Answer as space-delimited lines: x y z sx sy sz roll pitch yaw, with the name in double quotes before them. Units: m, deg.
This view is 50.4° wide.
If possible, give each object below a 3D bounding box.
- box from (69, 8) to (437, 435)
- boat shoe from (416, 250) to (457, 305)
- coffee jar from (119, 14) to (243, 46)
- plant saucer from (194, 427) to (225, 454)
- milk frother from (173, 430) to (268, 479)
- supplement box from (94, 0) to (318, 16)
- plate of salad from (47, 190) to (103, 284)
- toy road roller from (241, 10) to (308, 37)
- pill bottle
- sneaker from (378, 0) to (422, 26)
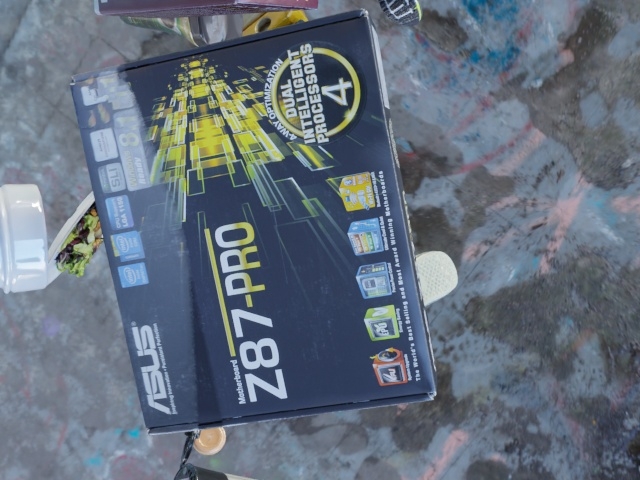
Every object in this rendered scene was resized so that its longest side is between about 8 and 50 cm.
"box" -0.064 -0.010 0.727 0.319 0.097 0.394 -9 95 11
"boat shoe" 0.173 0.139 1.838 0.156 0.500 0.186 -25 82 45
"coffee jar" -0.186 -0.314 0.892 0.185 0.079 0.096 25 137 28
"plant saucer" -0.276 0.485 1.678 0.084 0.013 0.083 4 63 -7
"milk frother" -0.146 0.349 1.004 0.129 0.135 0.143 -9 62 55
"supplement box" -0.099 -0.240 0.520 0.239 0.073 0.130 21 114 49
"plate of salad" -0.328 -0.011 0.966 0.048 0.200 0.199 36 104 -8
"toy road roller" -0.097 -0.527 1.894 0.203 0.241 0.329 -33 56 15
"pill bottle" -0.478 0.008 0.794 0.160 0.283 0.160 16 109 59
"sneaker" 0.203 -0.735 1.873 0.111 0.121 0.299 -13 114 46
